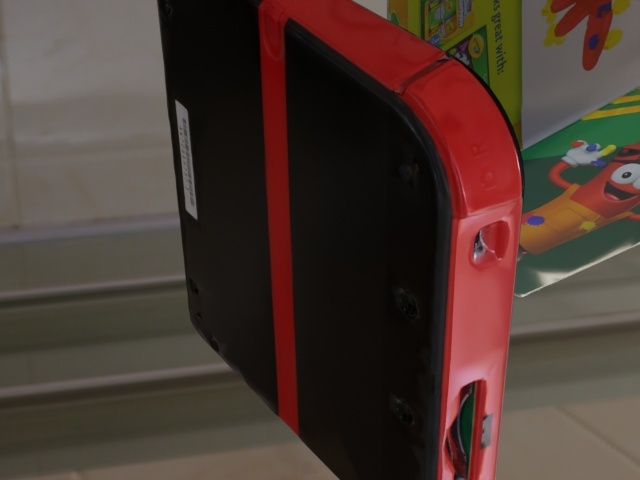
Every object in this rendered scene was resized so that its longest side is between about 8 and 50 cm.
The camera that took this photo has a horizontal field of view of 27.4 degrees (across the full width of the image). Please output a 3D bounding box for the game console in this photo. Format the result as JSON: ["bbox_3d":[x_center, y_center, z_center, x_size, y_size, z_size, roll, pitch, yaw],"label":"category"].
[{"bbox_3d":[0.000,0.000,0.914,0.342,0.060,0.386,41,-36,40],"label":"game console"}]

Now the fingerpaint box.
[{"bbox_3d":[0.231,-0.234,0.962,0.371,0.163,0.444,-30,-134,39],"label":"fingerpaint box"}]
